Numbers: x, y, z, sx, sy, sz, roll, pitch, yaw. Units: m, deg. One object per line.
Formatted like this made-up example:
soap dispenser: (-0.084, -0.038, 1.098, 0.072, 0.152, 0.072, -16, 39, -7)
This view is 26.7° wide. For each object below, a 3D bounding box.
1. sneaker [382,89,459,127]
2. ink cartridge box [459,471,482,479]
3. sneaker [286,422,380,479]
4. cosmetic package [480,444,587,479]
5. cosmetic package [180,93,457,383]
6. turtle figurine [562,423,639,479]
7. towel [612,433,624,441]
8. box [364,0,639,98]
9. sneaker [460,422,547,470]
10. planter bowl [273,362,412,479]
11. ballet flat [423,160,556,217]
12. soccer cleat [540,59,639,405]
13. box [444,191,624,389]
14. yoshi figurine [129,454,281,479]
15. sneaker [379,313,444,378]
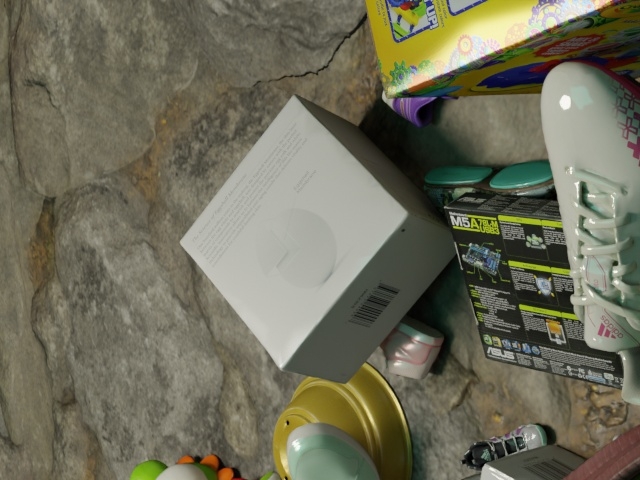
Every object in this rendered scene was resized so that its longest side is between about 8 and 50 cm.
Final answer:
sneaker: (0.132, -0.191, 1.454, 0.071, 0.068, 0.170, 46, 138, 17)
ink cartridge box: (0.155, 0.327, 1.495, 0.135, 0.056, 0.099, -45, 61, 44)
sneaker: (0.035, 0.334, 1.517, 0.151, 0.094, 0.256, -92, -21, -68)
cosmetic package: (0.214, 0.337, 1.381, 0.085, 0.117, 0.231, 25, 113, 46)
cosmetic package: (0.000, 0.000, 1.517, 0.224, 0.138, 0.224, -51, 56, 14)
turtle figurine: (0.355, 0.171, 1.086, 0.275, 0.198, 0.266, 14, 96, 29)
towel: (0.392, 0.274, 1.222, 0.285, 0.034, 0.209, -12, 87, 50)
box: (0.230, -0.243, 1.136, 0.279, 0.290, 0.177, -19, 81, 50)
sneaker: (0.189, 0.224, 1.429, 0.098, 0.069, 0.038, -37, 68, 46)
planter bowl: (0.005, 0.253, 1.637, 0.217, 0.090, 0.217, 11, 104, 50)
ballet flat: (0.190, -0.047, 1.405, 0.188, 0.070, 0.070, 5, 99, 52)
soccer cleat: (0.261, 0.006, 1.149, 0.116, 0.143, 0.331, 7, 137, 51)
box: (0.223, 0.047, 1.338, 0.191, 0.045, 0.184, 8, 120, 49)
yoshi figurine: (-0.164, 0.411, 1.790, 0.362, 0.203, 0.203, 16, 114, 51)
sneaker: (0.080, 0.115, 1.556, 0.134, 0.051, 0.070, 30, 112, 39)
